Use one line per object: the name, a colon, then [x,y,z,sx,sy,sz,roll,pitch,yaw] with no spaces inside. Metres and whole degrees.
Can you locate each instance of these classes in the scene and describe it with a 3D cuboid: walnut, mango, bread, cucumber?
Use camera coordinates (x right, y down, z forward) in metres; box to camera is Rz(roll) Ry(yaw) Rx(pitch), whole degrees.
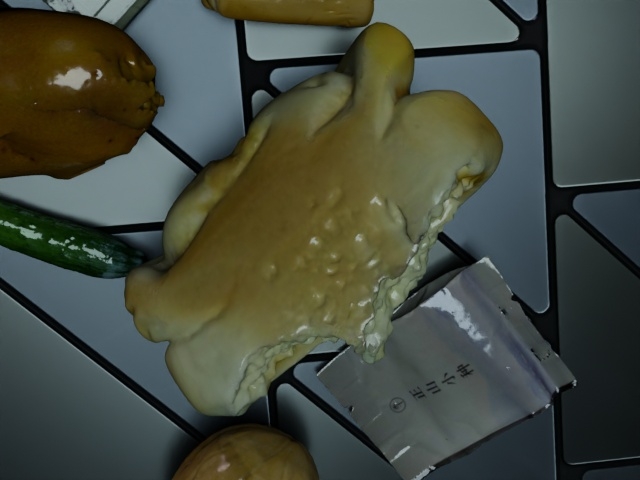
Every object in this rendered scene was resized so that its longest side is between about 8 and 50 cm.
walnut: [-0.094,0.301,1.244,0.165,0.165,0.197,32,98,-10]
mango: [-0.310,-0.155,1.141,0.287,0.201,0.152,-1,65,2]
bread: [-0.012,-0.008,1.118,0.424,0.329,0.245,-44,100,8]
bread: [-0.034,-0.298,1.189,0.200,0.077,0.116,2,113,-14]
cucumber: [-0.297,0.002,1.230,0.250,0.056,0.056,19,97,-6]

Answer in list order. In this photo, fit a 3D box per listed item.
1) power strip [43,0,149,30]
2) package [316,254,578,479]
power strip: [-0.193,-0.330,1.195,0.092,0.034,0.268,41,93,-10]
package: [0.153,0.161,1.306,0.251,0.062,0.204,-35,102,14]
